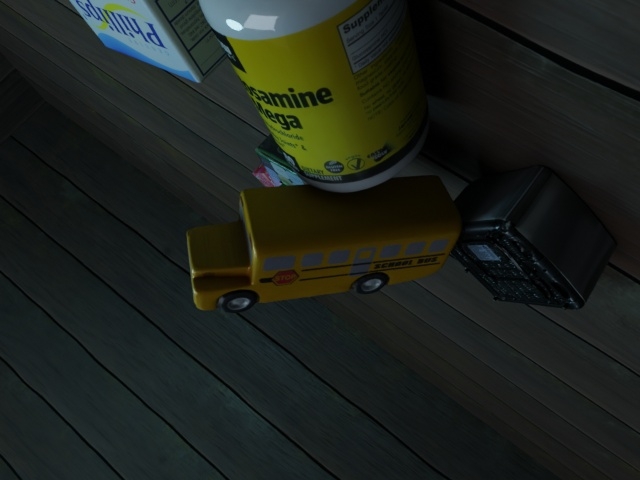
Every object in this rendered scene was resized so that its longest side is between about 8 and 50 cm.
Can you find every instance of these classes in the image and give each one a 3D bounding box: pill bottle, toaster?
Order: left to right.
[{"bbox_3d":[-0.004,-0.215,0.529,0.187,0.188,0.334,29,163,33],"label":"pill bottle"},{"bbox_3d":[0.264,0.001,0.685,0.168,0.110,0.185,42,166,-13],"label":"toaster"}]

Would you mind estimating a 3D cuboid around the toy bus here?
[{"bbox_3d":[0.000,0.000,0.672,0.130,0.332,0.108,104,155,-51],"label":"toy bus"}]

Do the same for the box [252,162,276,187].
[{"bbox_3d":[0.013,-0.086,1.006,0.257,0.128,0.122,46,164,-28],"label":"box"}]

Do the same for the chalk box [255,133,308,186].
[{"bbox_3d":[0.005,-0.112,0.770,0.132,0.213,0.132,32,166,28],"label":"chalk box"}]

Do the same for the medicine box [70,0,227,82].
[{"bbox_3d":[-0.261,-0.392,0.699,0.263,0.149,0.289,29,162,34],"label":"medicine box"}]
